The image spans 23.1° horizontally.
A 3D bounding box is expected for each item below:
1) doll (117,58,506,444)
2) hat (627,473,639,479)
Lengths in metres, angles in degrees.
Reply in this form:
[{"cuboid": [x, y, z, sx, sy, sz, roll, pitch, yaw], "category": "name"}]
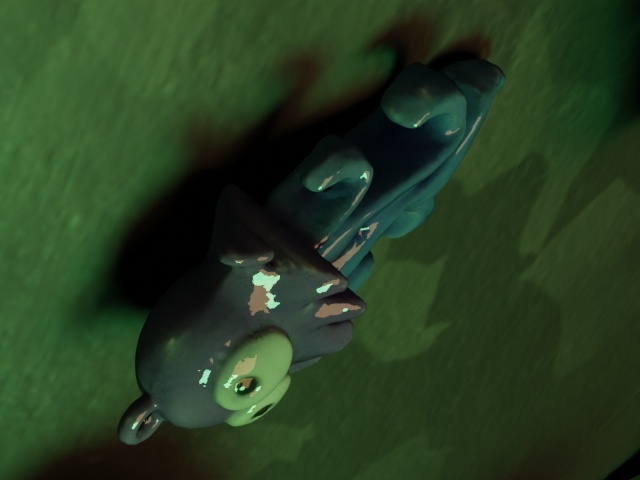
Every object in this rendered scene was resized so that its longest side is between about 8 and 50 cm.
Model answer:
[{"cuboid": [0.000, 0.000, 0.577, 0.206, 0.067, 0.110, -46, 157, -15], "category": "doll"}, {"cuboid": [0.339, 0.183, 1.040, 0.301, 0.168, 0.258, -47, 148, 5], "category": "hat"}]
